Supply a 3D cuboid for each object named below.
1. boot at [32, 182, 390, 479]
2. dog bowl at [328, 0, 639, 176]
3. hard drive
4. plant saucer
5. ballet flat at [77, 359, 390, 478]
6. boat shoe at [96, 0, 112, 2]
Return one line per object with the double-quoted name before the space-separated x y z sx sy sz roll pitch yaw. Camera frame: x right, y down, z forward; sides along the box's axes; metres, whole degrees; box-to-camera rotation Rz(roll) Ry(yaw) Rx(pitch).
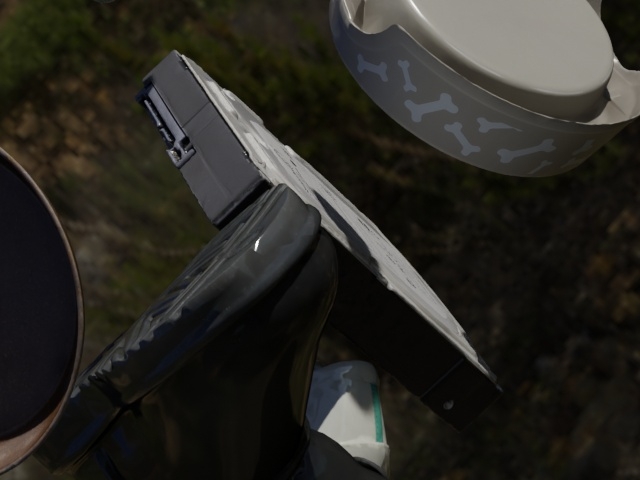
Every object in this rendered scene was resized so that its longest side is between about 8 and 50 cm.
"boot" 0.053 0.195 1.070 0.146 0.445 0.367 -50 5 -31
"dog bowl" 0.165 -0.205 1.666 0.349 0.349 0.102 -39 -14 -50
"hard drive" 0.000 0.000 1.420 0.064 0.339 0.237 -44 36 7
"plant saucer" -0.171 0.025 0.750 0.168 0.168 0.029 -53 -14 23
"ballet flat" -0.105 0.140 1.459 0.139 0.400 0.139 -4 -86 -53
"boat shoe" -0.108 -0.312 1.073 0.113 0.127 0.340 -35 -37 -41
